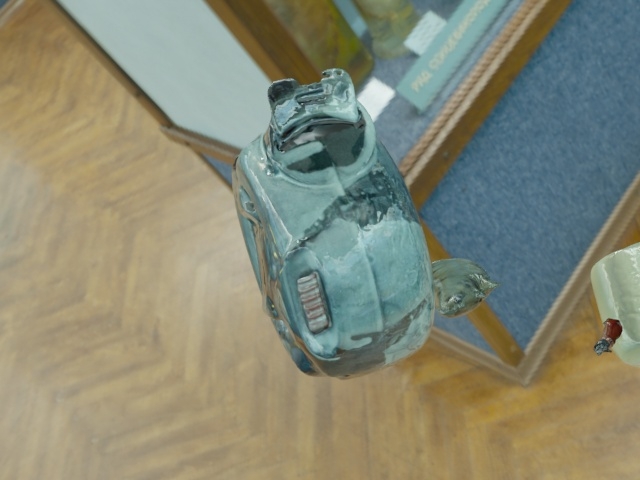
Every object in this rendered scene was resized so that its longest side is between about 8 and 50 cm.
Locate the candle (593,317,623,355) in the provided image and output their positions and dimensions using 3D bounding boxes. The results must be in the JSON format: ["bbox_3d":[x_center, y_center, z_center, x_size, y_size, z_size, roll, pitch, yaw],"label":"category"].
[{"bbox_3d":[0.368,0.122,1.100,0.026,0.167,0.021,37,108,15],"label":"candle"}]

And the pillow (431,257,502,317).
[{"bbox_3d":[0.187,0.057,1.159,0.093,0.051,0.241,-12,8,1],"label":"pillow"}]

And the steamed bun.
[{"bbox_3d":[0.530,0.097,1.269,0.250,0.155,0.200,-11,62,-2],"label":"steamed bun"}]

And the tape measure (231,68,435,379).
[{"bbox_3d":[0.000,0.000,0.842,0.147,0.275,0.256,-18,-2,-11],"label":"tape measure"}]
